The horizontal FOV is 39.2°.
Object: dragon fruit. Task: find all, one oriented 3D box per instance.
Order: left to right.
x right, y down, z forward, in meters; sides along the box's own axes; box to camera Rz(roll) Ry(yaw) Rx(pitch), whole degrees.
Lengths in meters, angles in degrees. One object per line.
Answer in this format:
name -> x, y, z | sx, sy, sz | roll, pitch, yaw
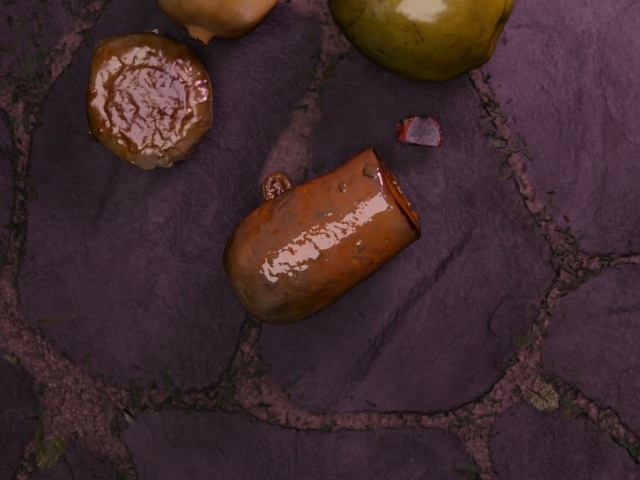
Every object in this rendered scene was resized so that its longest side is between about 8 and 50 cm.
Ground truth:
dragon fruit -> 0.175, -0.199, 1.631 | 0.083, 0.060, 0.056 | 2, 94, -20

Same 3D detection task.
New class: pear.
pear -> 0.161, -0.401, 1.506 | 0.307, 0.253, 0.252 | 29, 102, 8

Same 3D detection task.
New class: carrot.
carrot -> 0.000, 0.000, 1.604 | 0.341, 0.224, 0.224 | -30, 95, 8

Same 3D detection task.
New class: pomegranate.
pomegranate -> -0.173, -0.454, 1.552 | 0.233, 0.233, 0.233 | 1, 100, 7

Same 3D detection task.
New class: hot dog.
hot dog -> -0.076, -0.087, 1.693 | 0.058, 0.035, 0.083 | -32, 95, 8

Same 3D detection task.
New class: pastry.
pastry -> -0.310, -0.259, 1.653 | 0.236, 0.121, 0.256 | 7, 98, 2
